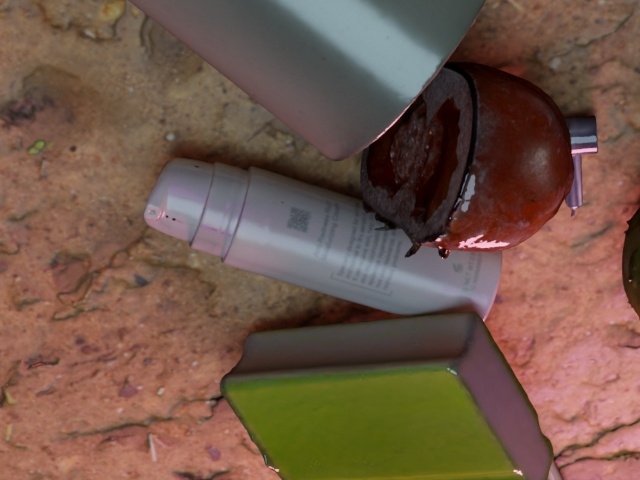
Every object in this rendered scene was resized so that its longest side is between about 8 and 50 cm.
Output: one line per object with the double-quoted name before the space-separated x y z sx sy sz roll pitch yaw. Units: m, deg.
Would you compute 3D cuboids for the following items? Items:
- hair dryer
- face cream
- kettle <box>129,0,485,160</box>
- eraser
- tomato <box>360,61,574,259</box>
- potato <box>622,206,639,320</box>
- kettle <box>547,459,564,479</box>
"hair dryer" 0.237 -0.068 1.779 0.063 0.037 0.114 -5 127 7
"face cream" 0.000 0.000 1.786 0.345 0.102 0.102 18 119 -8
"kettle" -0.035 -0.297 1.512 0.376 0.250 0.361 35 137 -14
"eraser" 0.067 0.176 1.837 0.274 0.092 0.210 -10 127 33
"tomato" 0.148 -0.072 1.685 0.155 0.214 0.181 6 107 -23
"potato" 0.420 0.051 1.761 0.210 0.173 0.307 -39 109 20
"kettle" 0.182 0.269 1.953 0.098 0.127 0.148 -3 129 42
